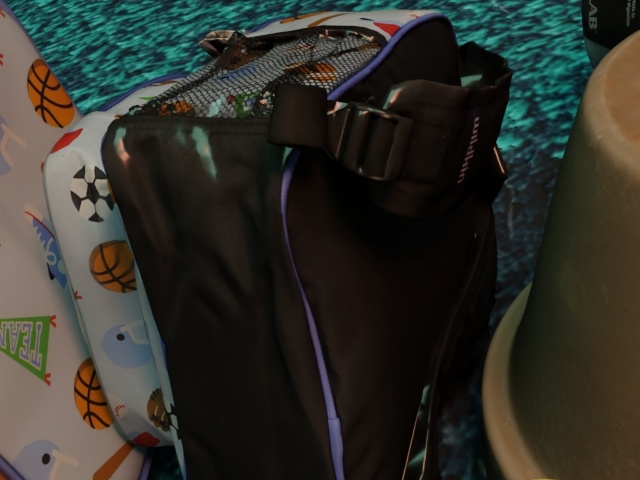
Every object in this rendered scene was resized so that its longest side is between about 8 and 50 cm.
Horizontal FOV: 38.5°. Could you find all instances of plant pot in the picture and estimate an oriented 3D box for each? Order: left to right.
[{"bbox_3d":[0.195,0.028,0.411,0.263,0.229,0.263,-9,41,8],"label":"plant pot"}]

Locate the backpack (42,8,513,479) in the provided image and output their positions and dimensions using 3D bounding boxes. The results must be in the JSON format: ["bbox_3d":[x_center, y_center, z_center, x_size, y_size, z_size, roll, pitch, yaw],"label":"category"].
[{"bbox_3d":[0.000,0.000,0.502,0.213,0.276,0.263,11,33,26],"label":"backpack"}]

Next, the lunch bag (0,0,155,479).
[{"bbox_3d":[-0.192,0.020,0.475,0.115,0.303,0.243,-15,39,19],"label":"lunch bag"}]

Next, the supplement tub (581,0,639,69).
[{"bbox_3d":[0.311,-0.134,0.531,0.193,0.193,0.316,-22,22,-9],"label":"supplement tub"}]

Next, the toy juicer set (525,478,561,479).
[{"bbox_3d":[0.182,0.182,0.224,0.329,0.089,0.209,20,25,14],"label":"toy juicer set"}]
